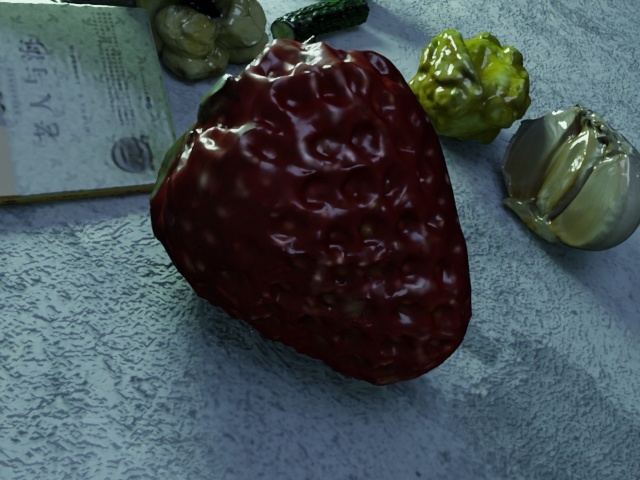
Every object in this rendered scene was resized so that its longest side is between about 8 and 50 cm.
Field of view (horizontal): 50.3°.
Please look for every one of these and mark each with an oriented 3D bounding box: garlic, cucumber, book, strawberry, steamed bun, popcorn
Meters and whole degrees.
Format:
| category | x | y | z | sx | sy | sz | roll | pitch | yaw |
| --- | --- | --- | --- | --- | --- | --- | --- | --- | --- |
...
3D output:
| category | x | y | z | sx | sy | sz | roll | pitch | yaw |
| --- | --- | --- | --- | --- | --- | --- | --- | --- | --- |
| garlic | 0.375 | -0.083 | 0.961 | 0.143 | 0.178 | 0.229 | 11 | 33 | -30 |
| cucumber | -0.001 | -0.363 | 1.123 | 0.187 | 0.058 | 0.058 | -29 | 67 | -36 |
| book | -0.370 | -0.166 | 0.802 | 0.389 | 0.032 | 0.268 | -9 | 73 | -27 |
| strawberry | 0.000 | 0.000 | 0.697 | 0.345 | 0.317 | 0.295 | 58 | 24 | 8 |
| steamed bun | -0.177 | -0.339 | 1.007 | 0.177 | 0.106 | 0.192 | -25 | 63 | -35 |
| popcorn | 0.220 | -0.225 | 1.029 | 0.198 | 0.155 | 0.197 | 15 | 39 | -13 |

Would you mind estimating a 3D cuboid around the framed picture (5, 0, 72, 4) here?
| category | x | y | z | sx | sy | sz | roll | pitch | yaw |
| --- | --- | --- | --- | --- | --- | --- | --- | --- | --- |
| framed picture | -0.398 | -0.254 | 0.919 | 0.296 | 0.019 | 0.232 | 41 | 50 | 15 |
